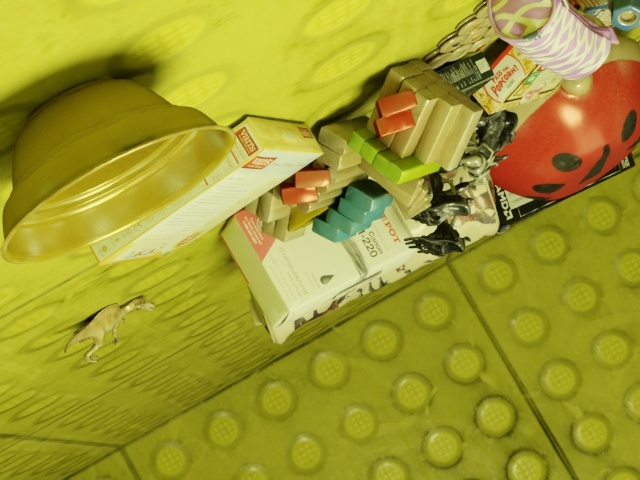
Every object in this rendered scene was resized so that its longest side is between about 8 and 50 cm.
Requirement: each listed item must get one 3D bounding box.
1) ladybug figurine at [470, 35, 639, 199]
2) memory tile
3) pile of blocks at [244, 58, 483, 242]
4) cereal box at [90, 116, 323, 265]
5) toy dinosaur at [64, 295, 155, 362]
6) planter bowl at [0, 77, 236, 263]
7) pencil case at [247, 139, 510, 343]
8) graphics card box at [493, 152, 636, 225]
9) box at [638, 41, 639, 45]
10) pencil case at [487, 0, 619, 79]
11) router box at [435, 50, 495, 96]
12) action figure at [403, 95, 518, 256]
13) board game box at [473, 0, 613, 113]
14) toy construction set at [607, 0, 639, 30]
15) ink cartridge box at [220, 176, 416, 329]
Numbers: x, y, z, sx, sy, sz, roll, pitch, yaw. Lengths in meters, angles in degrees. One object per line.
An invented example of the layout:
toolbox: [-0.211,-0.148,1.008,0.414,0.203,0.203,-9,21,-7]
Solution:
ladybug figurine: [0.373,-0.171,2.098,0.305,0.162,0.449,-30,170,2]
memory tile: [0.189,-0.248,1.596,0.113,0.012,0.148,-22,168,-37]
pile of blocks: [0.032,-0.071,1.640,0.112,0.149,0.362,-20,167,-46]
cereal box: [-0.129,-0.054,1.548,0.240,0.047,0.173,-33,170,18]
toy dinosaur: [-0.321,0.127,1.970,0.183,0.053,0.092,-31,159,-44]
planter bowl: [-0.186,-0.072,1.147,0.217,0.090,0.217,-30,171,-5]
pencil case: [0.069,0.003,2.050,0.410,0.160,0.183,-26,155,-3]
graphics card box: [0.358,-0.100,2.473,0.371,0.094,0.233,-24,-173,-34]
box: [0.619,-0.364,2.123,0.067,0.063,0.324,-24,169,-38]
pencil case: [0.258,-0.240,1.534,0.088,0.086,0.206,-28,162,22]
router box: [0.150,-0.183,1.700,0.092,0.038,0.122,-27,177,-18]
action figure: [0.180,-0.125,1.840,0.164,0.141,0.276,72,37,-54]
board game box: [0.295,-0.246,1.732,0.147,0.045,0.193,-18,156,-50]
toy construction set: [0.496,-0.332,1.566,0.309,0.257,0.237,-49,173,-44]
ink cartridge box: [0.000,0.000,1.880,0.218,0.158,0.092,-26,169,-25]
